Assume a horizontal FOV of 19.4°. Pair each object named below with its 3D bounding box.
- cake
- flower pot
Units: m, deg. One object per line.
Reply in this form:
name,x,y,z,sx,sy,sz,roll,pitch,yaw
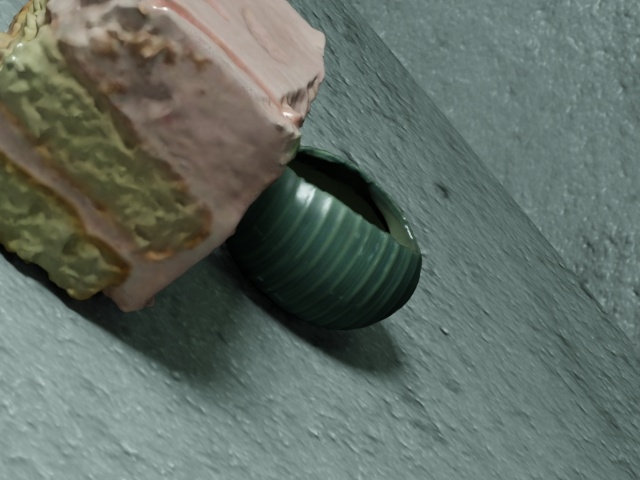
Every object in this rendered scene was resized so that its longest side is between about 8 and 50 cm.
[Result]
cake,-0.182,-0.137,1.818,0.293,0.307,0.314,40,23,-18
flower pot,0.000,0.000,2.103,0.243,0.157,0.189,38,24,-22
